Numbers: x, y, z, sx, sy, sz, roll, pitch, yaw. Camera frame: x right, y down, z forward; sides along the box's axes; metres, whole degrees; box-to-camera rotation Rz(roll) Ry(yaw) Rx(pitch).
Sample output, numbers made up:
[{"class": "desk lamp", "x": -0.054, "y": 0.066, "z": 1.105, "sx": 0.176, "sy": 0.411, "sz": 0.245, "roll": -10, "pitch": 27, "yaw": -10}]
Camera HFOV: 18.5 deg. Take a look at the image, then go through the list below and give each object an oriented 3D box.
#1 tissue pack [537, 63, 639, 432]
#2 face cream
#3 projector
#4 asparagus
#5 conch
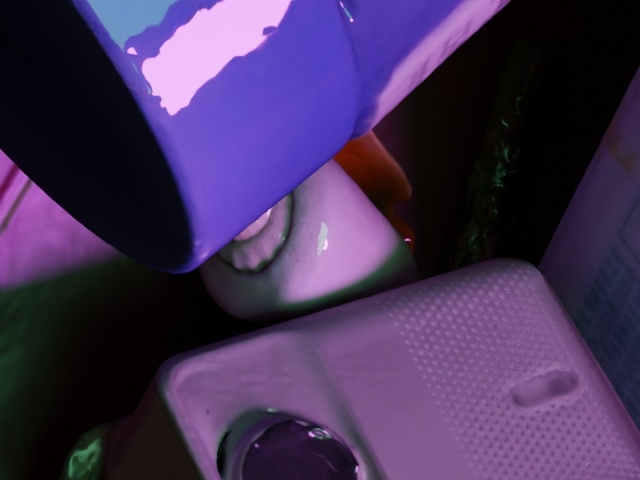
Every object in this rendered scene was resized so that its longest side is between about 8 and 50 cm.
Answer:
[{"class": "tissue pack", "x": 0.257, "y": 0.008, "z": 0.950, "sx": 0.287, "sy": 0.162, "sz": 0.388, "roll": -12, "pitch": 145, "yaw": -27}, {"class": "face cream", "x": -0.048, "y": -0.149, "z": 0.741, "sx": 0.225, "sy": 0.249, "sz": 0.249, "roll": -42, "pitch": 124, "yaw": -18}, {"class": "projector", "x": 0.007, "y": 0.129, "z": 0.897, "sx": 0.242, "sy": 0.163, "sz": 0.177, "roll": -16, "pitch": 156, "yaw": -27}, {"class": "asparagus", "x": 0.091, "y": -0.022, "z": 1.010, "sx": 0.036, "sy": 0.030, "sz": 0.165, "roll": 2, "pitch": 105, "yaw": -44}, {"class": "conch", "x": 0.008, "y": -0.006, "z": 0.924, "sx": 0.176, "sy": 0.104, "sz": 0.094, "roll": 12, "pitch": 139, "yaw": -39}]
